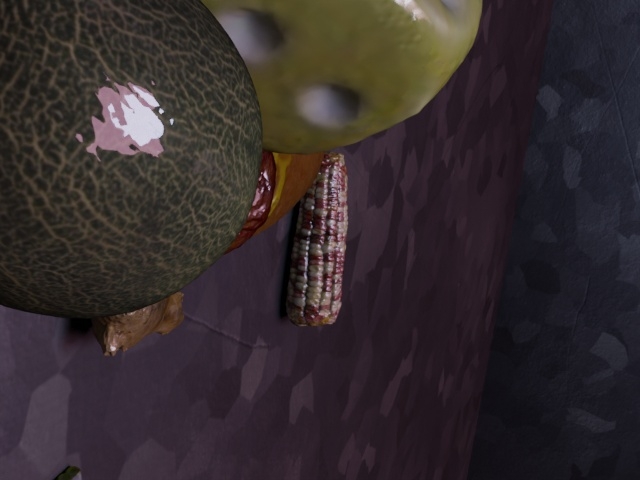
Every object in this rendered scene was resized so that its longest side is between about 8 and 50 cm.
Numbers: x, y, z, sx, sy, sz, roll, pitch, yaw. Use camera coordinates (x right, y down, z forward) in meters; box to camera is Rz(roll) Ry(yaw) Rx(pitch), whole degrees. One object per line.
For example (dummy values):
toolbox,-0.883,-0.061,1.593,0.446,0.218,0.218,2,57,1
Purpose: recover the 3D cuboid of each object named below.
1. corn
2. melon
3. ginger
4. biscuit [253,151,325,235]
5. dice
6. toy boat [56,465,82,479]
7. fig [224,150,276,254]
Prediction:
corn,0.000,0.000,1.254,0.079,0.079,0.237,-14,113,-66
melon,-0.157,-0.070,0.609,0.301,0.237,0.238,42,63,-68
ginger,-0.167,0.050,0.890,0.165,0.067,0.096,-16,117,-80
biscuit,-0.050,-0.150,1.072,0.262,0.052,0.277,-41,139,-56
dice,-0.015,-0.230,0.779,0.233,0.226,0.238,36,47,-42
toy boat,-0.241,0.273,0.892,0.063,0.016,0.115,-42,139,-55
fig,-0.135,-0.058,0.835,0.201,0.133,0.146,6,78,-56
